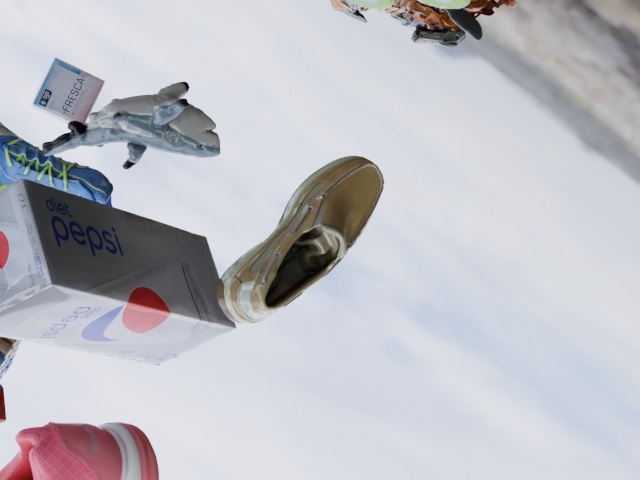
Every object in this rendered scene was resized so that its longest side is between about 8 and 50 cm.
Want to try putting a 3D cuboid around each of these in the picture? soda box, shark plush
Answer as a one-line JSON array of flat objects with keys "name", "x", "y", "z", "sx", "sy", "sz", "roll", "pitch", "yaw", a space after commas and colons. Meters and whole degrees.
[{"name": "soda box", "x": -0.282, "y": -0.162, "z": 2.101, "sx": 0.063, "sy": 0.058, "sz": 0.183, "roll": 25, "pitch": 178, "yaw": -10}, {"name": "shark plush", "x": -0.176, "y": -0.096, "z": 1.760, "sx": 0.073, "sy": 0.161, "sz": 0.067, "roll": -132, "pitch": 30, "yaw": -67}, {"name": "soda box", "x": -0.188, "y": 0.033, "z": 1.592, "sx": 0.286, "sy": 0.091, "sz": 0.098, "roll": 20, "pitch": -132, "yaw": -61}]

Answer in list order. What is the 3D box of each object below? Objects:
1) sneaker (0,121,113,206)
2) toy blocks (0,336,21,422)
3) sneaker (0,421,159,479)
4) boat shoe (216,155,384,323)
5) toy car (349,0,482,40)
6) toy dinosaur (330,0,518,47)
[{"name": "sneaker", "x": -0.294, "y": -0.071, "z": 2.025, "sx": 0.240, "sy": 0.126, "sz": 0.091, "roll": 59, "pitch": -161, "yaw": -25}, {"name": "toy blocks", "x": -0.438, "y": 0.088, "z": 2.031, "sx": 0.261, "sy": 0.381, "sz": 0.191, "roll": 31, "pitch": -127, "yaw": 0}, {"name": "sneaker", "x": -0.270, "y": 0.265, "z": 1.566, "sx": 0.136, "sy": 0.314, "sz": 0.116, "roll": 21, "pitch": -161, "yaw": -44}, {"name": "boat shoe", "x": 0.000, "y": 0.000, "z": 1.545, "sx": 0.068, "sy": 0.190, "sz": 0.072, "roll": 51, "pitch": 151, "yaw": -21}, {"name": "toy car", "x": 0.122, "y": -0.263, "z": 1.747, "sx": 0.149, "sy": 0.155, "sz": 0.188, "roll": 4, "pitch": 163, "yaw": 30}, {"name": "toy dinosaur", "x": 0.105, "y": -0.281, "z": 1.903, "sx": 0.322, "sy": 0.164, "sz": 0.218, "roll": 16, "pitch": -133, "yaw": -62}]
